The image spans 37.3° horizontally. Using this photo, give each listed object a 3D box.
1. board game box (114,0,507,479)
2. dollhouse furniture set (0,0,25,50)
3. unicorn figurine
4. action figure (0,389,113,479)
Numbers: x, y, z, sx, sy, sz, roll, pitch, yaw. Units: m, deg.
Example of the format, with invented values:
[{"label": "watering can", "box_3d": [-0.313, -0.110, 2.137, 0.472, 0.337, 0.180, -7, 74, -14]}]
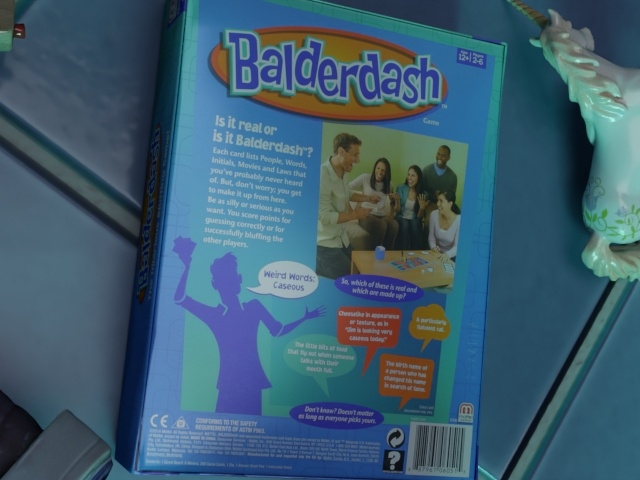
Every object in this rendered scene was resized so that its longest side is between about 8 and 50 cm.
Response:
[{"label": "board game box", "box_3d": [0.000, 0.000, 0.430, 0.160, 0.047, 0.210, 8, 83, -21]}, {"label": "dollhouse furniture set", "box_3d": [-0.182, -0.183, 0.351, 0.129, 0.129, 0.183, -3, 57, -23]}, {"label": "unicorn figurine", "box_3d": [0.163, -0.055, 0.496, 0.111, 0.060, 0.162, 0, 85, -23]}, {"label": "action figure", "box_3d": [-0.030, 0.160, 0.350, 0.285, 0.185, 0.099, 24, 41, -5]}]
